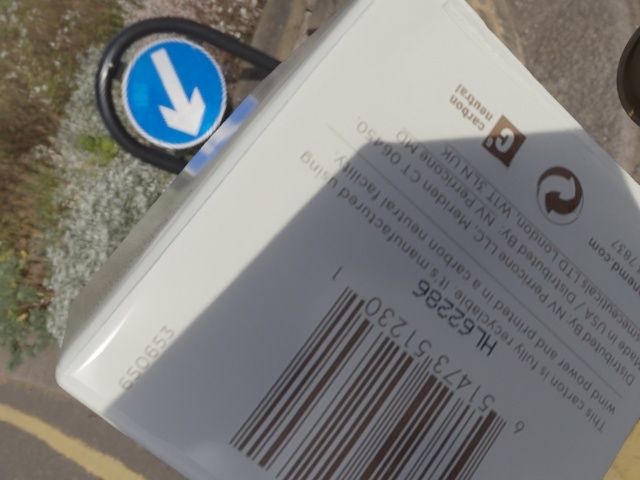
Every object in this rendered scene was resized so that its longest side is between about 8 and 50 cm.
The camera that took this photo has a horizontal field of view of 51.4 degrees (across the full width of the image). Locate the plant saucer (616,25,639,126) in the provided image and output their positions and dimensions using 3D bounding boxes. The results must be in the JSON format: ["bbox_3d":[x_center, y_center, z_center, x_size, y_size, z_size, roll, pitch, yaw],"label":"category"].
[{"bbox_3d":[0.625,-0.281,1.068,0.278,0.278,0.041,-39,21,40],"label":"plant saucer"}]

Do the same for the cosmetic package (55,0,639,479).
[{"bbox_3d":[0.013,0.047,0.578,0.327,0.329,0.394,-53,16,-12],"label":"cosmetic package"}]
